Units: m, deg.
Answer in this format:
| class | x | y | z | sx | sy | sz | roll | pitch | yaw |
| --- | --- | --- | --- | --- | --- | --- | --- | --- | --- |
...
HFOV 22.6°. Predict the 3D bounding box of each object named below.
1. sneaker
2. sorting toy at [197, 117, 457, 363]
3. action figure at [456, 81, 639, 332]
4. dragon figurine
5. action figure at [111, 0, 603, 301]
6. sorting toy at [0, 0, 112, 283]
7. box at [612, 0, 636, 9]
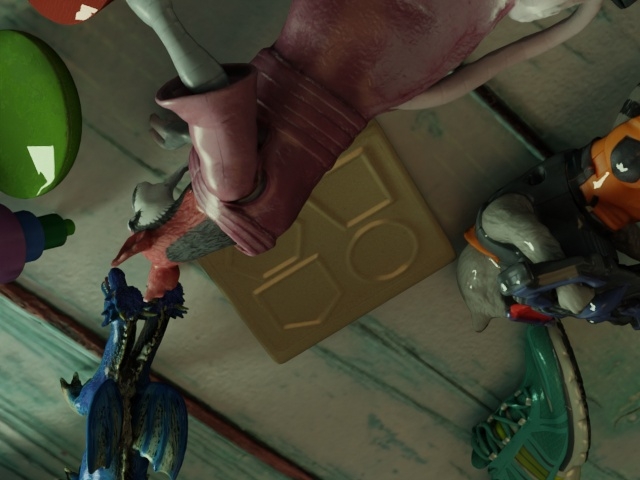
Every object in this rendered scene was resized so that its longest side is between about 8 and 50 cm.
| class | x | y | z | sx | sy | sz | roll | pitch | yaw |
| --- | --- | --- | --- | --- | --- | --- | --- | --- | --- |
| sneaker | 0.203 | 0.196 | 1.572 | 0.110 | 0.107 | 0.275 | 0 | 123 | -4 |
| sorting toy | 0.000 | 0.000 | 1.398 | 0.193 | 0.038 | 0.208 | -31 | 133 | 4 |
| action figure | 0.265 | -0.030 | 1.429 | 0.330 | 0.178 | 0.341 | -36 | 155 | 15 |
| dragon figurine | -0.164 | 0.163 | 1.349 | 0.085 | 0.289 | 0.144 | 6 | 160 | -21 |
| action figure | -0.005 | -0.095 | 1.158 | 0.370 | 0.276 | 0.248 | -54 | 169 | -1 |
| sorting toy | -0.184 | -0.123 | 1.220 | 0.126 | 0.127 | 0.365 | -16 | 138 | -47 |
| box | 0.275 | -0.320 | 1.249 | 0.233 | 0.059 | 0.183 | -39 | 127 | 9 |
